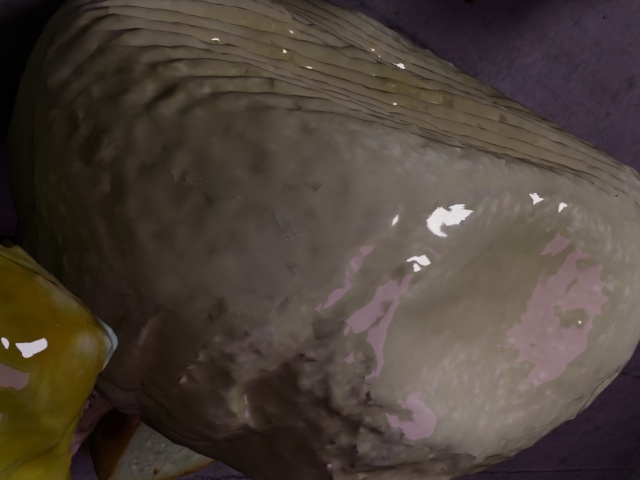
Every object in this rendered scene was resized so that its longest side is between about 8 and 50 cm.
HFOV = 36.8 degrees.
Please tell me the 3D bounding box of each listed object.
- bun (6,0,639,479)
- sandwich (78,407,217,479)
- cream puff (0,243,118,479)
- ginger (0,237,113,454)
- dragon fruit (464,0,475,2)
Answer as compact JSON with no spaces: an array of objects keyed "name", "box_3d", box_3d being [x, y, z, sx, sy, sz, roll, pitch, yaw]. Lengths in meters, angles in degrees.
[{"name":"bun","box_3d":[0.000,0.000,0.546,0.349,0.352,0.227,18,113,-11]},{"name":"sandwich","box_3d":[-0.055,0.064,0.765,0.254,0.099,0.288,3,130,-48]},{"name":"cream puff","box_3d":[-0.258,0.046,0.367,0.378,0.275,0.378,-1,115,-3]},{"name":"ginger","box_3d":[-0.206,0.087,0.638,0.216,0.102,0.157,-38,117,10]},{"name":"dragon fruit","box_3d":[0.109,-0.245,0.507,0.261,0.163,0.189,-43,113,-39]}]
